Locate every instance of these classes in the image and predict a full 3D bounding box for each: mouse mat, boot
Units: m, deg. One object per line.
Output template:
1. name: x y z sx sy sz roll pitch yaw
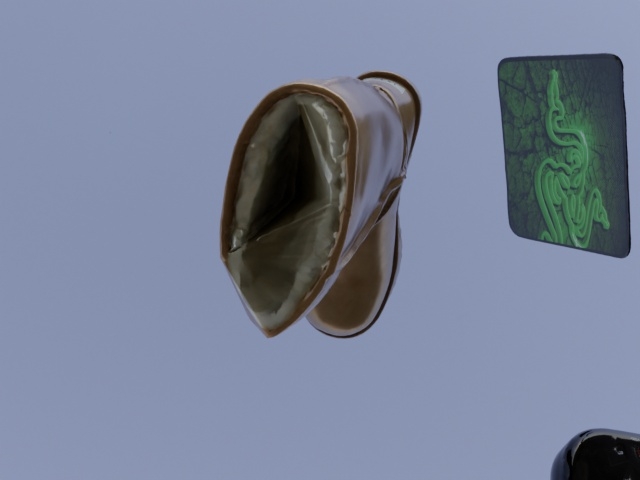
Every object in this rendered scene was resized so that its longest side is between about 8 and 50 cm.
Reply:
1. mouse mat: 0.231 -0.083 0.764 0.007 0.152 0.190 -19 -71 -29
2. boot: 0.000 0.000 0.527 0.089 0.269 0.236 10 -72 10

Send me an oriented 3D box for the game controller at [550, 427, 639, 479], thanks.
1. game controller: 0.281 0.229 0.567 0.319 0.067 0.167 16 -114 -33
